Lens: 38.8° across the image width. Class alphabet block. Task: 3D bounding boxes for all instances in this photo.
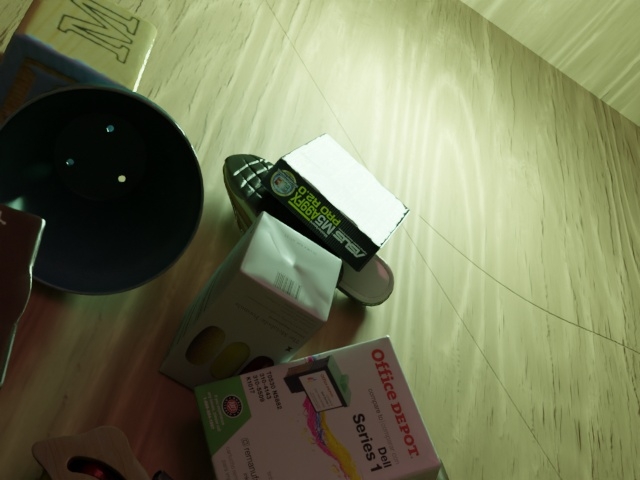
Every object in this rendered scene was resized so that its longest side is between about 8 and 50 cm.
[{"bbox_3d":[-0.393,-0.265,1.425,0.193,0.192,0.197,28,40,-21],"label":"alphabet block"}]

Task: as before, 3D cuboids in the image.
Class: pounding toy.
[{"bbox_3d":[-0.241,0.358,1.038,0.154,0.155,0.269,-28,61,-22],"label":"pounding toy"}]

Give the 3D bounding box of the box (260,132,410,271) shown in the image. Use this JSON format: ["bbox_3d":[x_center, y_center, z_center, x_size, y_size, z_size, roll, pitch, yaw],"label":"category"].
[{"bbox_3d":[0.034,-0.073,1.547,0.216,0.060,0.270,42,22,1],"label":"box"}]

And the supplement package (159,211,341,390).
[{"bbox_3d":[-0.099,0.106,1.269,0.139,0.244,0.134,32,37,-12],"label":"supplement package"}]

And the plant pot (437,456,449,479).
[{"bbox_3d":[0.131,0.393,1.270,0.166,0.167,0.165,20,35,-26],"label":"plant pot"}]

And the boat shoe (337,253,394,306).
[{"bbox_3d":[0.000,0.000,1.617,0.319,0.116,0.099,42,-7,11],"label":"boat shoe"}]

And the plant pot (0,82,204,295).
[{"bbox_3d":[-0.314,-0.094,1.285,0.290,0.290,0.195,27,14,-19],"label":"plant pot"}]

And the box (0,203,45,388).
[{"bbox_3d":[-0.396,0.138,0.855,0.143,0.381,0.191,23,41,-23],"label":"box"}]

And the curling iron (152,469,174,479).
[{"bbox_3d":[-0.113,0.379,1.080,0.274,0.035,0.068,59,7,-12],"label":"curling iron"}]

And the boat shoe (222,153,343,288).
[{"bbox_3d":[-0.085,-0.009,1.506,0.122,0.120,0.324,-3,47,-35],"label":"boat shoe"}]

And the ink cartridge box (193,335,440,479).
[{"bbox_3d":[-0.006,0.265,1.197,0.278,0.117,0.201,-14,57,-11],"label":"ink cartridge box"}]
